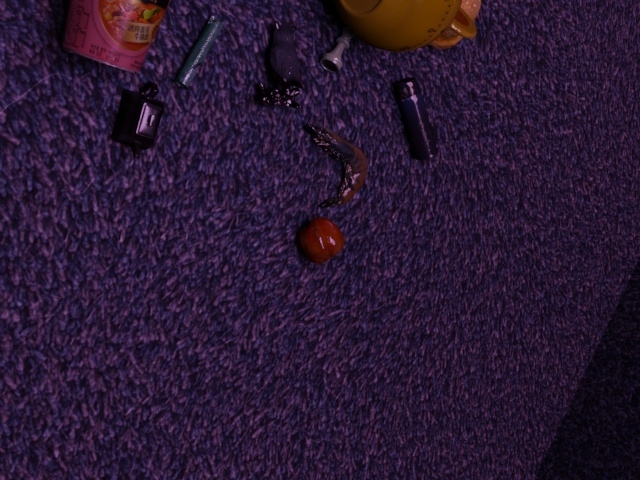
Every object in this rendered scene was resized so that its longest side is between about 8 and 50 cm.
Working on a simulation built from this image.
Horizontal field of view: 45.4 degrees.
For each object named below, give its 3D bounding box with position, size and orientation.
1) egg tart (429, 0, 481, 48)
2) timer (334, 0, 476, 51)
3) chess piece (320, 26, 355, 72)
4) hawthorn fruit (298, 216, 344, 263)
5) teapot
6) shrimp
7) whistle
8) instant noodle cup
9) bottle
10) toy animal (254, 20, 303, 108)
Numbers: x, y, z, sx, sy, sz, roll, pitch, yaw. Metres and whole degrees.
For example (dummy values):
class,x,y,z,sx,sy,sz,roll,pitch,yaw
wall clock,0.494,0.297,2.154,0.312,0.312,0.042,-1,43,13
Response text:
class,x,y,z,sx,sy,sz,roll,pitch,yaw
egg tart,0.374,-0.693,2.210,0.288,0.118,0.288,-8,102,-41
timer,0.223,-0.662,1.958,0.386,0.376,0.376,-19,111,-47
chess piece,0.057,-0.519,2.034,0.059,0.059,0.149,43,66,-35
hawthorn fruit,0.000,0.000,2.056,0.128,0.128,0.128,-9,105,-37
teapot,-0.394,-0.267,1.700,0.087,0.096,0.177,16,89,-39
shrimp,0.023,-0.194,2.073,0.262,0.051,0.198,35,78,-40
whistle,-0.282,-0.441,1.791,0.039,0.039,0.186,35,77,-37
instant noodle cup,-0.416,-0.488,1.573,0.243,0.244,0.255,12,101,-39
bottle,0.276,-0.353,2.223,0.082,0.072,0.245,-45,124,-44
toy animal,-0.091,-0.435,1.893,0.121,0.117,0.210,-3,103,-31
